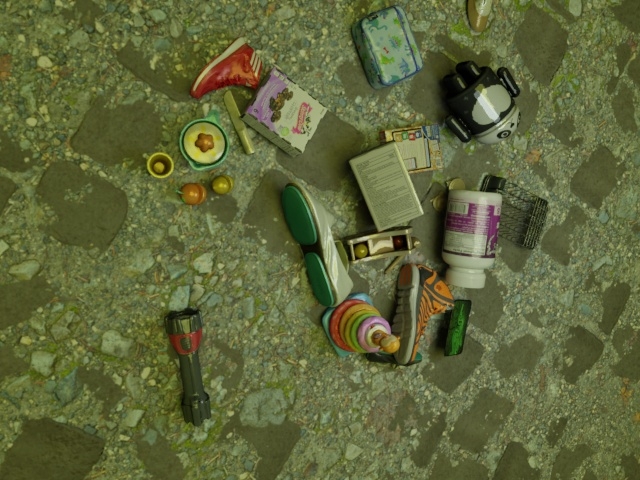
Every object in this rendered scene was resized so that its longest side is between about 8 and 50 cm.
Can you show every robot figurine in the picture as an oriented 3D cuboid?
[{"bbox_3d":[0.511,-0.435,1.731,0.278,0.209,0.174,47,40,-17],"label":"robot figurine"}]

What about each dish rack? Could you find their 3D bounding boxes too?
[{"bbox_3d":[0.660,-0.087,1.869,0.271,0.074,0.208,19,89,-26],"label":"dish rack"}]

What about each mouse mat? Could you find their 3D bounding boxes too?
[{"bbox_3d":[0.458,0.290,1.814,0.152,0.007,0.190,9,93,-53],"label":"mouse mat"}]

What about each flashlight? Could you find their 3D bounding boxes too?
[{"bbox_3d":[-0.360,0.345,1.509,0.103,0.103,0.304,-20,108,-53],"label":"flashlight"}]

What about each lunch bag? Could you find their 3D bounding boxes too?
[{"bbox_3d":[0.207,-0.587,1.655,0.176,0.090,0.219,-26,104,-20],"label":"lunch bag"}]

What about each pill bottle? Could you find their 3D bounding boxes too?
[{"bbox_3d":[0.477,-0.007,1.738,0.169,0.169,0.302,3,97,-21],"label":"pill bottle"}]

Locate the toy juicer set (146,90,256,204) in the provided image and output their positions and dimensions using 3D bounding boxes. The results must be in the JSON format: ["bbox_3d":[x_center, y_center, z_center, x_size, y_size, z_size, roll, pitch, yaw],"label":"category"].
[{"bbox_3d":[-0.290,-0.236,1.487,0.329,0.089,0.209,-46,103,-15],"label":"toy juicer set"}]

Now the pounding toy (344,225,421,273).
[{"bbox_3d":[0.209,0.041,1.665,0.269,0.154,0.155,-13,98,-19],"label":"pounding toy"}]

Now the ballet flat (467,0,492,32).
[{"bbox_3d":[0.521,-0.799,1.763,0.080,0.073,0.233,-4,96,-20],"label":"ballet flat"}]

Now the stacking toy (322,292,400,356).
[{"bbox_3d":[0.140,0.268,1.576,0.175,0.302,0.166,-28,103,-16],"label":"stacking toy"}]

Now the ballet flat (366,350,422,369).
[{"bbox_3d":[0.231,0.375,1.750,0.203,0.074,0.074,16,88,-27],"label":"ballet flat"}]

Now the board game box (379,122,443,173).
[{"bbox_3d":[0.289,-0.286,1.729,0.193,0.045,0.147,-11,98,-19],"label":"board game box"}]

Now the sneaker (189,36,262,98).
[{"bbox_3d":[-0.244,-0.441,1.489,0.128,0.087,0.221,42,80,-9],"label":"sneaker"}]

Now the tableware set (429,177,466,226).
[{"bbox_3d":[0.445,-0.116,1.814,0.141,0.020,0.169,-37,107,-11],"label":"tableware set"}]

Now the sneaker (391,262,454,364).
[{"bbox_3d":[0.333,0.239,1.722,0.180,0.124,0.321,16,76,-22],"label":"sneaker"}]

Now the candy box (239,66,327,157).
[{"bbox_3d":[-0.102,-0.362,1.551,0.196,0.070,0.165,34,73,-20],"label":"candy box"}]

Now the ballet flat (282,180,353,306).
[{"bbox_3d":[0.000,0.000,1.612,0.139,0.139,0.401,-23,106,-18],"label":"ballet flat"}]

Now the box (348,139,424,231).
[{"bbox_3d":[0.196,-0.166,1.631,0.148,0.127,0.233,-21,100,10],"label":"box"}]
